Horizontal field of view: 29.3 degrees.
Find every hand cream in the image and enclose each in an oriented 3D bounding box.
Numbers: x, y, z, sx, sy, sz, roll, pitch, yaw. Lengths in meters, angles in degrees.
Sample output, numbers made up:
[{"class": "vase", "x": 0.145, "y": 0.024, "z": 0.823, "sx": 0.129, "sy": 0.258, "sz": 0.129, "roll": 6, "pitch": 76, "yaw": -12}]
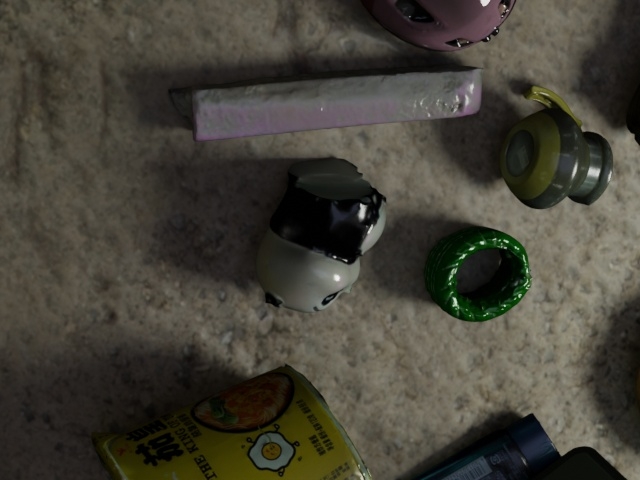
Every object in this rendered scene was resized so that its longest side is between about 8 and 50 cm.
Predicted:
[{"class": "hand cream", "x": 0.194, "y": 0.338, "z": 1.650, "sx": 0.271, "sy": 0.061, "sz": 0.120, "roll": -33, "pitch": 103, "yaw": 0}]

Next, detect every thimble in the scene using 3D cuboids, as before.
[{"class": "thimble", "x": 0.203, "y": 0.041, "z": 1.581, "sx": 0.130, "sy": 0.090, "sz": 0.118, "roll": -5, "pitch": 99, "yaw": -12}]

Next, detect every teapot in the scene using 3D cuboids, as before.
[{"class": "teapot", "x": 0.299, "y": -0.117, "z": 1.569, "sx": 0.119, "sy": 0.130, "sz": 0.165, "roll": 9, "pitch": 65, "yaw": -28}]

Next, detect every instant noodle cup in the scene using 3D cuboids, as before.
[{"class": "instant noodle cup", "x": -0.088, "y": 0.315, "z": 1.464, "sx": 0.254, "sy": 0.325, "sz": 0.325, "roll": -29, "pitch": 104, "yaw": -15}]

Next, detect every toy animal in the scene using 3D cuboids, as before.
[{"class": "toy animal", "x": 0.000, "y": 0.000, "z": 1.508, "sx": 0.138, "sy": 0.166, "sz": 0.179, "roll": 21, "pitch": 107, "yaw": 6}]

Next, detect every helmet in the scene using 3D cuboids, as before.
[{"class": "helmet", "x": 0.128, "y": -0.335, "z": 1.458, "sx": 0.198, "sy": 0.154, "sz": 0.253, "roll": -37, "pitch": 117, "yaw": 15}]

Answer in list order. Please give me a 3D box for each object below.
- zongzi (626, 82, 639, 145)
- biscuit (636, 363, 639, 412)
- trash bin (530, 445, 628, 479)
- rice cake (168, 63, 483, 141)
[{"class": "zongzi", "x": 0.459, "y": -0.262, "z": 1.581, "sx": 0.221, "sy": 0.112, "sz": 0.242, "roll": -33, "pitch": 96, "yaw": -4}, {"class": "biscuit", "x": 0.532, "y": 0.199, "z": 1.679, "sx": 0.213, "sy": 0.091, "sz": 0.274, "roll": -19, "pitch": 104, "yaw": -11}, {"class": "trash bin", "x": 0.412, "y": 0.465, "z": 1.602, "sx": 0.158, "sy": 0.223, "sz": 0.343, "roll": -39, "pitch": 117, "yaw": -3}, {"class": "rice cake", "x": 0.015, "y": -0.172, "z": 1.518, "sx": 0.399, "sy": 0.064, "sz": 0.070, "roll": -6, "pitch": 106, "yaw": -11}]
